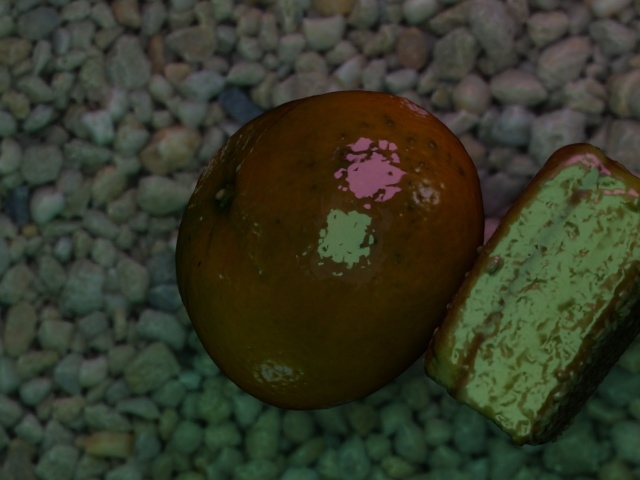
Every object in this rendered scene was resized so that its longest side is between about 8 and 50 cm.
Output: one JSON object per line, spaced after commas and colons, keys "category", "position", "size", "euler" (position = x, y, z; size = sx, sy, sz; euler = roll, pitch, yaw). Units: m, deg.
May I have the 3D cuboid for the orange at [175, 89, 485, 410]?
{"category": "orange", "position": [0.000, 0.000, 1.095], "size": [0.240, 0.171, 0.240], "euler": [-34, 39, 33]}

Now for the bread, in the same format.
{"category": "bread", "position": [0.157, 0.038, 1.044], "size": [0.110, 0.234, 0.184], "euler": [35, 90, 14]}
